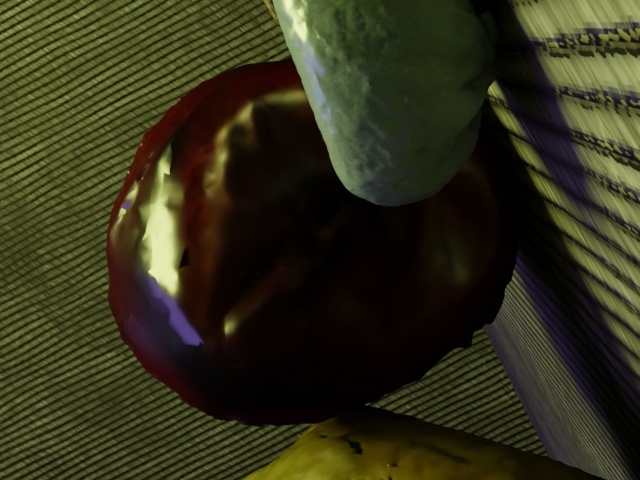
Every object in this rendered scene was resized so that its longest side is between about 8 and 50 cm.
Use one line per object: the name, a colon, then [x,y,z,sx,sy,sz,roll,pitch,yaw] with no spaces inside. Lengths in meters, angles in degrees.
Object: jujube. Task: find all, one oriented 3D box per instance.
jujube: [0.000,0.000,0.730,0.258,0.258,0.377,63,-173,-2]

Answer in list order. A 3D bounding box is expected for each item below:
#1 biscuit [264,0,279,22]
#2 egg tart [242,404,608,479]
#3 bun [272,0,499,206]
biscuit: [-0.067,-0.319,0.819,0.378,0.094,0.054,60,-175,-41]
egg tart: [0.104,0.225,0.742,0.443,0.443,0.178,47,-121,-76]
bun: [0.033,-0.087,0.474,0.141,0.083,0.140,-19,-90,-81]
